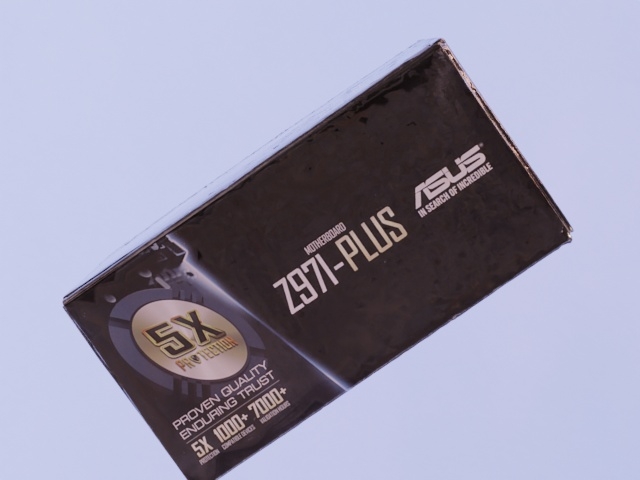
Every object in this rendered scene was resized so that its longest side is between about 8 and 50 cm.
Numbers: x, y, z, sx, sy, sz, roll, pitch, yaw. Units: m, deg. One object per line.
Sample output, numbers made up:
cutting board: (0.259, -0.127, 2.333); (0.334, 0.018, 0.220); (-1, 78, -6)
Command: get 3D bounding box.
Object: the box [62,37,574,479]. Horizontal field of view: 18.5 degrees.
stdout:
box: (0.000, 0.000, 0.697); (0.147, 0.180, 0.077); (-35, -86, 5)
